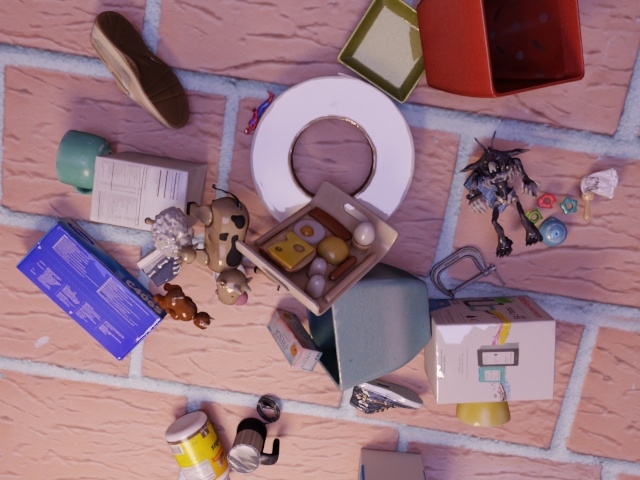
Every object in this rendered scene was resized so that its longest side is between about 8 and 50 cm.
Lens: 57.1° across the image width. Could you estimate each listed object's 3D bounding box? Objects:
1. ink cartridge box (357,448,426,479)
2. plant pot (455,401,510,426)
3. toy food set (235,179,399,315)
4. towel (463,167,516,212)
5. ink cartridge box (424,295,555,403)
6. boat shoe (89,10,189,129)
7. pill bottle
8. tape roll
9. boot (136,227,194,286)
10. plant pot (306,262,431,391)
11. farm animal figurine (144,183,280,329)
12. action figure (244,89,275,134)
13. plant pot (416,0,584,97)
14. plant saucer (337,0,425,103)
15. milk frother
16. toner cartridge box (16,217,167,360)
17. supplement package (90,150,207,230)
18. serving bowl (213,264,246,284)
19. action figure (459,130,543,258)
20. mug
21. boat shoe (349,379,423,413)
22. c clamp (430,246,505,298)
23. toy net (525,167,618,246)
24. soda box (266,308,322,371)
[{"bbox_3d":[0.176,0.696,1.530,0.168,0.171,0.233,5,102,1],"label":"ink cartridge box"},{"bbox_3d":[0.408,0.397,1.482,0.134,0.134,0.095,-3,96,2],"label":"plant pot"},{"bbox_3d":[0.000,0.000,1.239,0.220,0.306,0.092,37,136,17],"label":"toy food set"},{"bbox_3d":[0.408,-0.124,1.420,0.119,0.029,0.067,36,101,-7],"label":"towel"},{"bbox_3d":[0.397,0.257,1.416,0.270,0.198,0.197,-3,101,1],"label":"ink cartridge box"},{"bbox_3d":[-0.421,-0.377,1.364,0.098,0.109,0.302,-27,103,47],"label":"boat shoe"},{"bbox_3d":[-0.313,0.569,1.545,0.117,0.117,0.215,-21,101,6],"label":"pill bottle"},{"bbox_3d":[0.028,-0.193,1.396,0.392,0.072,0.392,0,101,2],"label":"tape roll"},{"bbox_3d":[-0.362,0.041,1.455,0.190,0.069,0.086,-30,106,27],"label":"boot"},{"bbox_3d":[0.117,0.173,1.394,0.252,0.247,0.248,-9,102,-15],"label":"plant pot"},{"bbox_3d":[-0.195,0.043,1.299,0.172,0.330,0.327,18,124,38],"label":"farm animal figurine"},{"bbox_3d":[-0.149,-0.302,1.396,0.030,0.038,0.115,25,101,-26],"label":"action figure"},{"bbox_3d":[0.352,-0.434,1.224,0.267,0.236,0.267,-17,102,-27],"label":"plant pot"},{"bbox_3d":[0.164,-0.443,1.351,0.188,0.045,0.188,33,101,-6],"label":"plant saucer"},{"bbox_3d":[-0.168,0.499,1.517,0.129,0.135,0.143,-5,102,2],"label":"milk frother"},{"bbox_3d":[-0.567,0.123,1.480,0.165,0.075,0.348,-43,98,9],"label":"toner cartridge box"},{"bbox_3d":[-0.390,-0.114,1.362,0.203,0.194,0.149,10,102,0],"label":"supplement package"},{"bbox_3d":[-0.227,0.087,1.485,0.083,0.027,0.083,0,102,1],"label":"serving bowl"},{"bbox_3d":[0.419,-0.106,1.339,0.164,0.141,0.276,-19,103,18],"label":"action figure"},{"bbox_3d":[-0.549,-0.184,1.397,0.097,0.158,0.129,12,78,-3],"label":"mug"},{"bbox_3d":[0.169,0.417,1.529,0.183,0.065,0.083,19,103,5],"label":"boat shoe"},{"bbox_3d":[0.363,0.090,1.471,0.160,0.022,0.137,-27,100,7],"label":"c clamp"},{"bbox_3d":[0.604,-0.095,1.416,0.122,0.045,0.232,45,98,1],"label":"toy net"},{"bbox_3d":[-0.066,0.241,1.434,0.063,0.183,0.058,21,104,-32],"label":"soda box"}]
